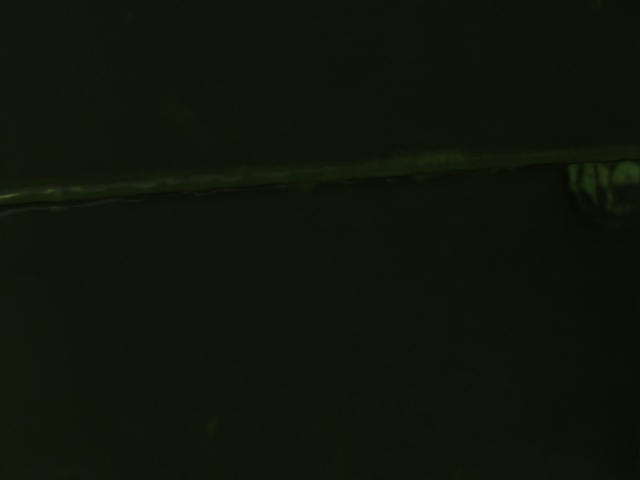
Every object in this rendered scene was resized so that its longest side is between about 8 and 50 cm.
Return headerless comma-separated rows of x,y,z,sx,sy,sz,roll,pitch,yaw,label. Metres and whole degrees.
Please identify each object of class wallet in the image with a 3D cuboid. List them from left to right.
0.000,0.000,0.650,0.406,0.062,0.228,-5,95,-20,wallet
